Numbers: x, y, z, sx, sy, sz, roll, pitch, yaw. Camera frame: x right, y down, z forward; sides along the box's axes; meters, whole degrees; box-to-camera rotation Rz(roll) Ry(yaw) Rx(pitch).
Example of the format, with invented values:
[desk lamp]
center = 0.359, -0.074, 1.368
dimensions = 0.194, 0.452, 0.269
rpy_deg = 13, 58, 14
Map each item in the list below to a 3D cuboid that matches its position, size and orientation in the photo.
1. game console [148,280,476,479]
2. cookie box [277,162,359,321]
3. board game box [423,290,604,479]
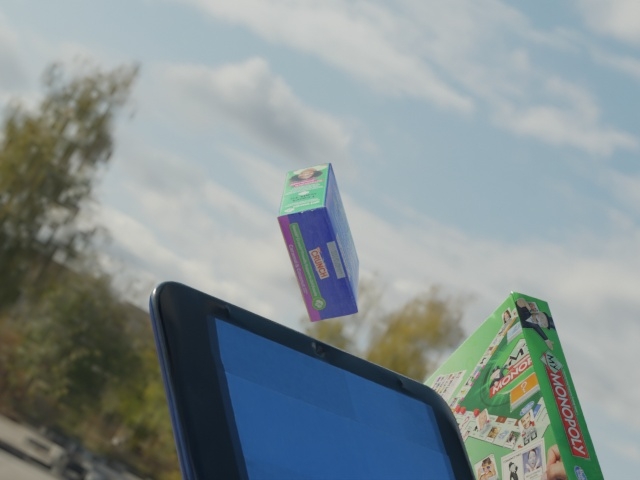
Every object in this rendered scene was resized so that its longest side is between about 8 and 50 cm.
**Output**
[game console]
center = 0.067, 0.137, 0.895
dimensions = 0.250, 0.173, 0.293
rpy_deg = -3, -20, 43
[cookie box]
center = 0.000, 0.000, 1.211
dimensions = 0.107, 0.040, 0.092
rpy_deg = -85, 159, -70
[board game box]
center = 0.126, 0.227, 1.444
dimensions = 0.046, 0.213, 0.317
rpy_deg = 16, -47, -28
